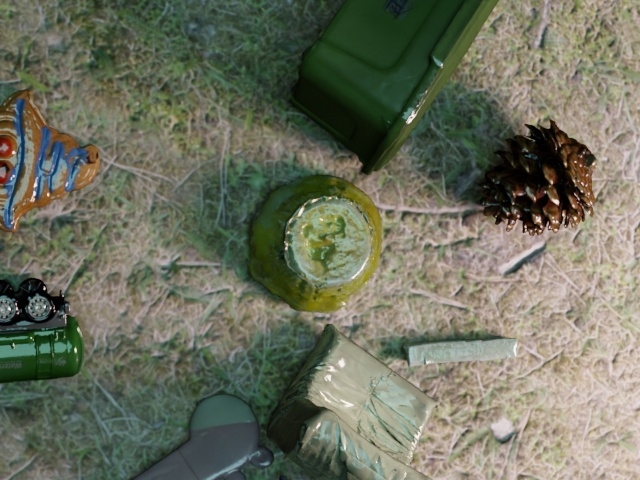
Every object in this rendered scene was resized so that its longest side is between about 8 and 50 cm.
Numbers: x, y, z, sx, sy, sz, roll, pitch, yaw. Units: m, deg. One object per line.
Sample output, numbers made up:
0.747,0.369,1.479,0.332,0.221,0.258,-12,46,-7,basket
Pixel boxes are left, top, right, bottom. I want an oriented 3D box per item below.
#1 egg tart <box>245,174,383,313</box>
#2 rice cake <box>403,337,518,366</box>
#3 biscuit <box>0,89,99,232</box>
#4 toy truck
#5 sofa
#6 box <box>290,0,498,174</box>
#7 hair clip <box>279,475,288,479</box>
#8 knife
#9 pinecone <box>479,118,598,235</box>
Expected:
0.000,0.000,1.654,0.197,0.078,0.197,1,86,-16,egg tart
0.197,0.155,1.727,0.170,0.029,0.033,-2,93,-16,rice cake
-0.420,-0.102,1.566,0.280,0.043,0.183,1,85,-18,biscuit
-0.416,0.118,1.527,0.242,0.101,0.125,-2,101,-18,toy truck
0.061,0.241,1.588,0.210,0.225,0.176,37,83,-9,sofa
0.103,-0.272,1.613,0.177,0.253,0.329,34,79,2,box
0.043,0.413,1.677,0.275,0.048,0.083,30,79,-18,hair clip
-0.241,0.346,1.587,0.398,0.038,0.132,-34,63,-13,knife
0.301,-0.079,1.705,0.173,0.173,0.174,0,88,-15,pinecone
